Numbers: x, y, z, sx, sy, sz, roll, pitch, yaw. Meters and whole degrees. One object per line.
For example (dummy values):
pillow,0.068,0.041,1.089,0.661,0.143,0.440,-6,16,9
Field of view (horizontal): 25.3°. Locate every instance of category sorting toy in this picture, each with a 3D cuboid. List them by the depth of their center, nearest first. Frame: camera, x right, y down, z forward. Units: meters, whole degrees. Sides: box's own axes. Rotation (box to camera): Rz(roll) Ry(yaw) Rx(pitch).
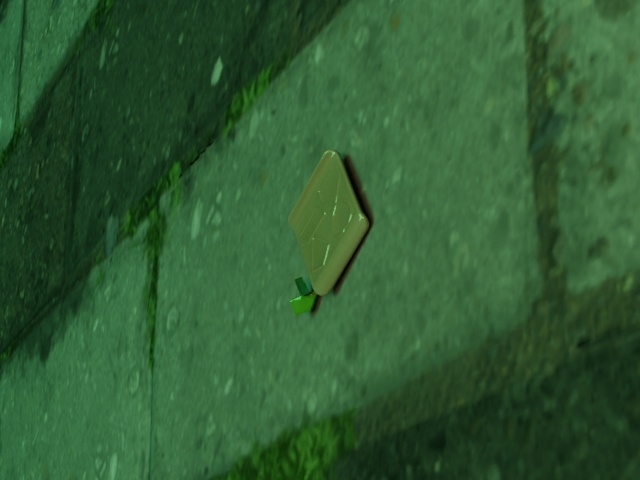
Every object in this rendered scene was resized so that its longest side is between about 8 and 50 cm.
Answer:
sorting toy,0.000,0.000,0.775,0.083,0.012,0.062,-60,36,32
